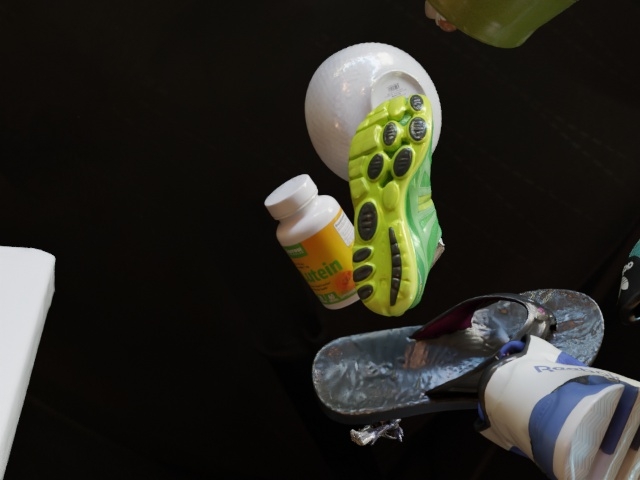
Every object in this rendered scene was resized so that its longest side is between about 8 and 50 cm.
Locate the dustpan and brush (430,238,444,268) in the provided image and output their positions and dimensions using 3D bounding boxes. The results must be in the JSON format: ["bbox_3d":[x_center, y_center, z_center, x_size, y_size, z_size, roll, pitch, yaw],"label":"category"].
[{"bbox_3d":[0.180,-0.014,1.778,0.060,0.211,0.147,15,128,-23],"label":"dustpan and brush"}]

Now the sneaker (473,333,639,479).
[{"bbox_3d":[0.252,0.163,0.765,0.315,0.182,0.127,27,92,-37],"label":"sneaker"}]

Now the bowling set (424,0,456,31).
[{"bbox_3d":[0.356,-0.571,1.963,0.287,0.200,0.154,17,115,19],"label":"bowling set"}]

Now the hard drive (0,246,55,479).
[{"bbox_3d":[-0.254,0.075,0.411,0.203,0.307,0.040,4,112,-12],"label":"hard drive"}]

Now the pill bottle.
[{"bbox_3d":[0.000,0.000,1.619,0.136,0.136,0.245,-37,108,-8],"label":"pill bottle"}]

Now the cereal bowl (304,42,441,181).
[{"bbox_3d":[0.143,-0.292,1.900,0.339,0.141,0.339,2,85,-29],"label":"cereal bowl"}]

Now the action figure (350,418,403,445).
[{"bbox_3d":[0.107,0.386,1.949,0.141,0.164,0.275,-24,131,-14],"label":"action figure"}]

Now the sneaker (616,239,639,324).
[{"bbox_3d":[0.355,0.084,0.586,0.121,0.302,0.108,-47,146,-18],"label":"sneaker"}]

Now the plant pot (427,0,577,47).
[{"bbox_3d":[0.326,-0.501,1.287,0.366,0.366,0.353,24,132,-18],"label":"plant pot"}]

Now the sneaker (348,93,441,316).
[{"bbox_3d":[0.098,-0.047,1.094,0.109,0.123,0.295,3,80,22],"label":"sneaker"}]

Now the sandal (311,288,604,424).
[{"bbox_3d":[0.208,0.158,1.196,0.446,0.167,0.107,-14,143,-8],"label":"sandal"}]
